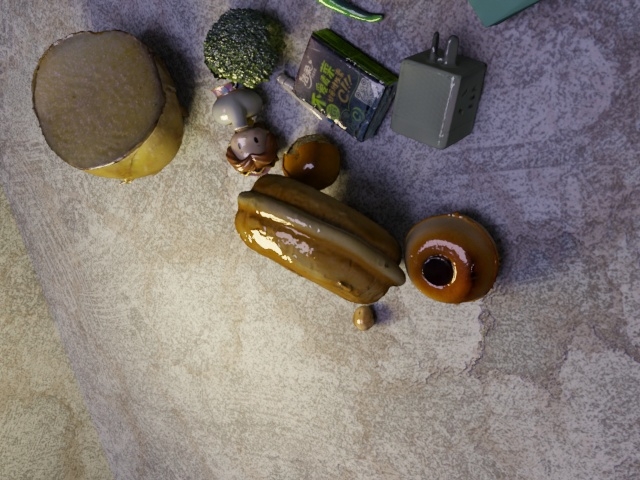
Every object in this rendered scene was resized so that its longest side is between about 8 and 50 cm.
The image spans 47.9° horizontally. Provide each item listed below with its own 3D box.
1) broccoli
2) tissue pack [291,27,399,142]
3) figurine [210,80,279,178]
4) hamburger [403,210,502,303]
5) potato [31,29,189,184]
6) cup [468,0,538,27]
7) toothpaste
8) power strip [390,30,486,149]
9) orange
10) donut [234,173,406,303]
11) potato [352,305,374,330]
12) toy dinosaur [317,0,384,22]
[{"bbox_3d":[-0.194,-0.475,1.781,0.176,0.198,0.226,32,170,-19],"label":"broccoli"},{"bbox_3d":[0.055,-0.363,1.691,0.235,0.073,0.173,39,131,19],"label":"tissue pack"},{"bbox_3d":[-0.194,-0.286,1.890,0.142,0.189,0.263,-18,101,8],"label":"figurine"},{"bbox_3d":[0.299,0.041,1.645,0.237,0.147,0.237,14,120,26],"label":"hamburger"},{"bbox_3d":[-0.575,-0.376,2.084,0.385,0.319,0.442,-36,75,5],"label":"potato"},{"bbox_3d":[0.388,-0.495,1.301,0.236,0.134,0.148,-17,72,39],"label":"cup"},{"bbox_3d":[-0.036,-0.355,1.804,0.190,0.031,0.048,42,129,12],"label":"toothpaste"},{"bbox_3d":[0.250,-0.325,1.502,0.139,0.140,0.224,27,126,28],"label":"power strip"},{"bbox_3d":[-0.019,-0.193,1.812,0.156,0.134,0.156,-15,62,29],"label":"orange"},{"bbox_3d":[0.000,0.000,1.707,0.449,0.449,0.198,25,86,29],"label":"donut"},{"bbox_3d":[0.114,0.213,1.947,0.062,0.068,0.083,25,156,-21],"label":"potato"},{"bbox_3d":[-0.068,-0.698,1.539,0.500,0.144,0.374,23,148,15],"label":"toy dinosaur"}]
